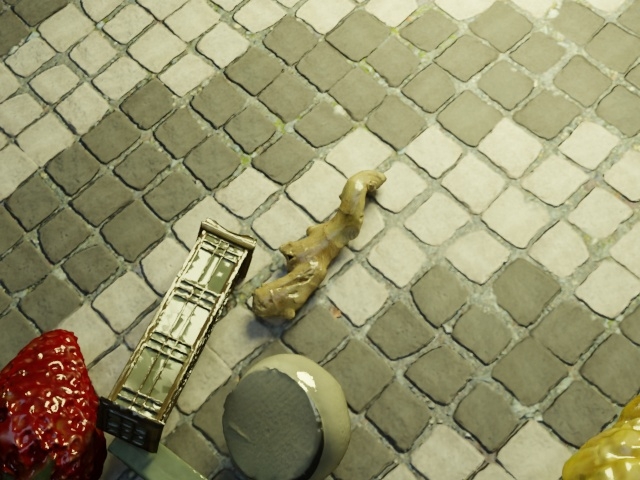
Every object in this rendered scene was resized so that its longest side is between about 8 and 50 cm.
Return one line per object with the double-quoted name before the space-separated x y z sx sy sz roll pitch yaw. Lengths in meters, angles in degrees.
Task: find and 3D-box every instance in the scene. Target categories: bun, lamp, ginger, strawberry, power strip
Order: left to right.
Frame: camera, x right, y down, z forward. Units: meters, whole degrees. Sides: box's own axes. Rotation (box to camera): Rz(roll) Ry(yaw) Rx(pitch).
"strawberry" -0.378 0.230 1.134 0.205 0.205 0.244 -5 53 6
"lamp" -0.187 0.119 1.148 0.090 0.089 0.325 23 51 -1
"power strip" -0.148 0.339 1.095 0.288 0.093 0.053 31 70 20
"bun" -0.031 0.233 1.111 0.173 0.120 0.172 0 89 34
"ginger" 0.000 0.000 1.251 0.089 0.075 0.288 30 77 25

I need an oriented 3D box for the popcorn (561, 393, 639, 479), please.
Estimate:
"popcorn" 0.401 0.309 0.971 0.265 0.225 0.332 3 43 -2
